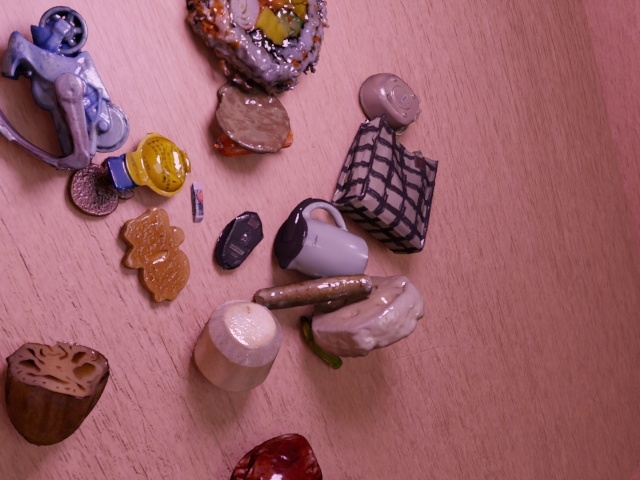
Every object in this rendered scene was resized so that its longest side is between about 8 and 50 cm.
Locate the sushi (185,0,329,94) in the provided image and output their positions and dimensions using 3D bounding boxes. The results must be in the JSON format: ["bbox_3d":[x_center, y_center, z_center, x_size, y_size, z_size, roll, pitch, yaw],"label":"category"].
[{"bbox_3d":[-0.140,-0.577,1.725,0.417,0.175,0.418,1,89,-41],"label":"sushi"}]

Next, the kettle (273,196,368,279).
[{"bbox_3d":[0.000,0.000,1.852,0.236,0.161,0.221,22,78,-35],"label":"kettle"}]

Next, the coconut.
[{"bbox_3d":[-0.203,0.264,1.655,0.202,0.222,0.202,16,43,-16],"label":"coconut"}]

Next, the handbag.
[{"bbox_3d":[0.207,-0.169,2.035,0.325,0.162,0.327,36,61,-37],"label":"handbag"}]

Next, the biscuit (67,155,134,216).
[{"bbox_3d":[-0.486,-0.124,1.521,0.175,0.026,0.124,-34,112,-35],"label":"biscuit"}]

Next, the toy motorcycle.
[{"bbox_3d":[-0.544,-0.297,1.368,0.241,0.182,0.319,-32,105,-38],"label":"toy motorcycle"}]

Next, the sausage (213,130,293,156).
[{"bbox_3d":[-0.180,-0.261,1.758,0.234,0.071,0.071,-17,100,-39],"label":"sausage"}]

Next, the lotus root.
[{"bbox_3d":[-0.553,0.321,1.393,0.188,0.199,0.180,20,110,-3],"label":"lotus root"}]

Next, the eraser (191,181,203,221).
[{"bbox_3d":[-0.306,-0.096,1.680,0.027,0.019,0.099,-5,92,-41],"label":"eraser"}]

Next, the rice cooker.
[{"bbox_3d":[0.215,-0.423,2.064,0.206,0.127,0.145,38,66,-25],"label":"rice cooker"}]

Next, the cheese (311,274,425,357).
[{"bbox_3d":[0.125,0.198,1.859,0.318,0.326,0.115,-24,111,2],"label":"cheese"}]

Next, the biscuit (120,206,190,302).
[{"bbox_3d":[-0.386,0.037,1.600,0.166,0.036,0.226,-37,116,-34],"label":"biscuit"}]

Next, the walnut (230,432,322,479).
[{"bbox_3d":[-0.111,0.644,1.731,0.269,0.221,0.244,-18,133,-48],"label":"walnut"}]

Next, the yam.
[{"bbox_3d":[-0.019,0.138,1.797,0.317,0.067,0.071,-8,114,-7],"label":"yam"}]

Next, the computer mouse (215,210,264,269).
[{"bbox_3d":[-0.215,-0.002,1.737,0.099,0.057,0.172,39,77,-36],"label":"computer mouse"}]

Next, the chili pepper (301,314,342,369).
[{"bbox_3d":[-0.003,0.299,1.918,0.050,0.052,0.202,-45,118,-15],"label":"chili pepper"}]

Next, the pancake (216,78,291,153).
[{"bbox_3d":[-0.173,-0.316,1.726,0.222,0.042,0.236,5,55,-36],"label":"pancake"}]

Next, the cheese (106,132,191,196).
[{"bbox_3d":[-0.391,-0.171,1.550,0.250,0.064,0.157,-22,96,-58],"label":"cheese"}]
